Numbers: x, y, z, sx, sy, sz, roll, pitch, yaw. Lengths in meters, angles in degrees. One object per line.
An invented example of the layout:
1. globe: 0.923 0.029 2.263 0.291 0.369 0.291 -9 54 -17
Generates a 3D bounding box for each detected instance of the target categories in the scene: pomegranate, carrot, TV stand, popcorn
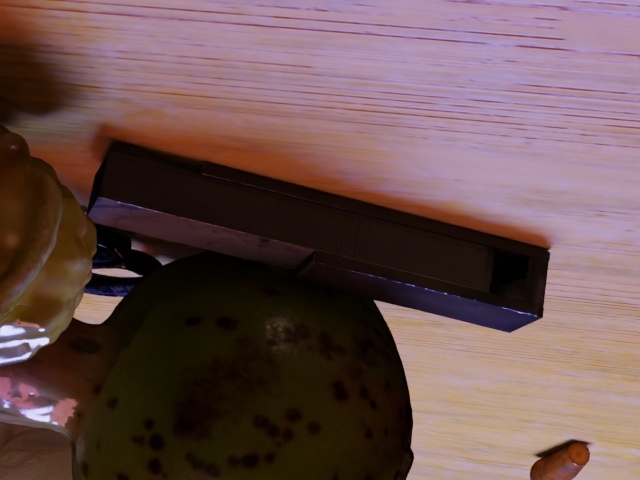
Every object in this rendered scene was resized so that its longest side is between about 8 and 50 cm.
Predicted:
1. pomegranate: -0.076 0.086 1.033 0.286 0.231 0.231 38 160 3
2. carrot: 0.200 0.190 1.441 0.032 0.032 0.093 12 158 -9
3. TV stand: 0.000 0.000 0.959 0.257 0.040 0.049 14 162 -13
4. popcorn: -0.214 -0.012 0.836 0.218 0.169 0.189 4 170 -18

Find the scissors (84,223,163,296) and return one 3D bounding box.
1. scissors: -0.241 0.010 1.138 0.300 0.022 0.109 -1 155 29

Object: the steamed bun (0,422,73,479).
1. steamed bun: -0.131 0.270 1.496 0.367 0.255 0.342 52 162 -23
